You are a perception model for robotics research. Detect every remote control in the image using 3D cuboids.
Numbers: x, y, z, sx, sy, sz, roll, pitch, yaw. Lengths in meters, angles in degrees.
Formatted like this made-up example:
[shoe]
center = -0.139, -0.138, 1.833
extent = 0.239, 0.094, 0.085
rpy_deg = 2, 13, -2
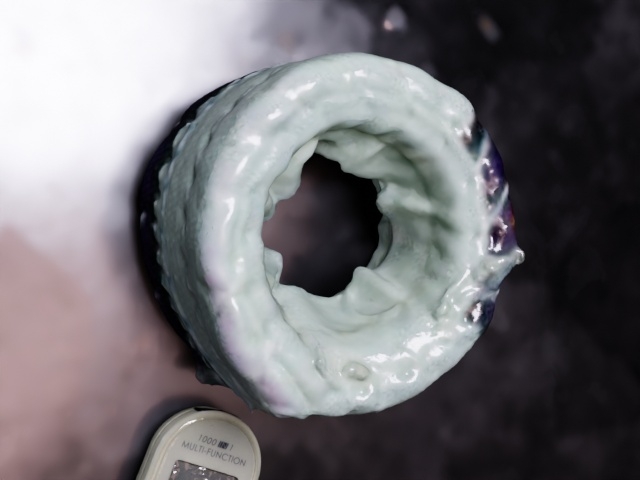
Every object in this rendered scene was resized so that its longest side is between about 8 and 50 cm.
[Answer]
[remote control]
center = -0.107, 0.218, 0.719
extent = 0.078, 0.042, 0.221
rpy_deg = 23, 84, -22

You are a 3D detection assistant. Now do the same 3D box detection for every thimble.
[thimble]
center = 0.000, 0.000, 0.691
extent = 0.237, 0.150, 0.237
rpy_deg = -2, 96, -23
